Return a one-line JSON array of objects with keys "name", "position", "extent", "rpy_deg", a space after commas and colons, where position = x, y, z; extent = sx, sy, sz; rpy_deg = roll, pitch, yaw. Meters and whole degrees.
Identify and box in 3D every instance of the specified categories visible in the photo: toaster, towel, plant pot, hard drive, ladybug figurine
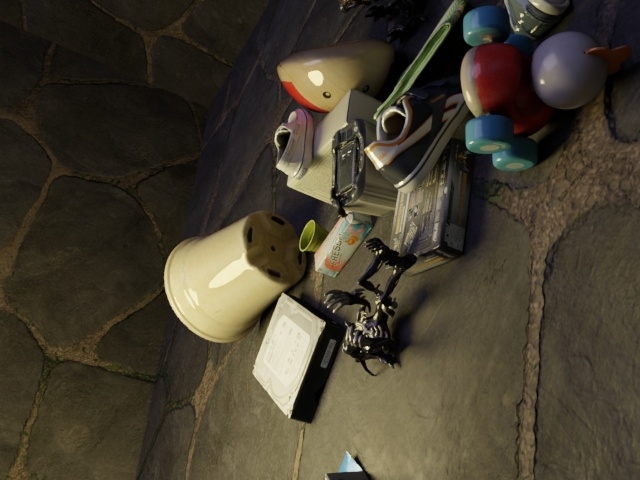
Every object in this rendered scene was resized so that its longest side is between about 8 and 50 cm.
[{"name": "toaster", "position": [0.110, -0.144, 1.535], "extent": [0.129, 0.146, 0.227], "rpy_deg": [-28, 56, 55]}, {"name": "towel", "position": [0.220, -0.393, 1.512], "extent": [0.248, 0.038, 0.325], "rpy_deg": [-54, 2, 32]}, {"name": "plant pot", "position": [0.000, 0.000, 1.799], "extent": [0.083, 0.079, 0.083], "rpy_deg": [-49, 30, 41]}, {"name": "hard drive", "position": [-0.065, 0.274, 1.737], "extent": [0.237, 0.064, 0.339], "rpy_deg": [-69, 20, 1]}, {"name": "plant pot", "position": [-0.212, 0.080, 1.980], "extent": [0.305, 0.333, 0.334], "rpy_deg": [-32, 41, 40]}, {"name": "ladybug figurine", "position": [0.045, -0.426, 1.839], "extent": [0.449, 0.305, 0.162], "rpy_deg": [-93, -7, -74]}]

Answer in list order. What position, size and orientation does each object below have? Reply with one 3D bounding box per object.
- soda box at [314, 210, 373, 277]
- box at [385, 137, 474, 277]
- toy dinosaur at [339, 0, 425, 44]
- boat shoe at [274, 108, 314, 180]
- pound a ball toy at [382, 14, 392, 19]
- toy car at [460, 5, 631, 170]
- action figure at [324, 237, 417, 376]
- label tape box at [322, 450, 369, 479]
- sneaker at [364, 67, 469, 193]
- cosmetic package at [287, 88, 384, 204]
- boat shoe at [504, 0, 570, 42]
[{"name": "soda box", "position": [0.053, 0.003, 1.699], "extent": [0.183, 0.058, 0.063], "rpy_deg": [-56, 25, 33]}, {"name": "box", "position": [0.212, -0.059, 1.373], "extent": [0.183, 0.056, 0.231], "rpy_deg": [-32, 42, 59]}, {"name": "toy dinosaur", "position": [0.180, -0.643, 1.785], "extent": [0.322, 0.164, 0.219], "rpy_deg": [-27, 57, 51]}, {"name": "boat shoe", "position": [-0.070, -0.256, 1.758], "extent": [0.095, 0.084, 0.258], "rpy_deg": [-55, 24, 32]}, {"name": "pound a ball toy", "position": [0.139, -0.773, 1.895], "extent": [0.208, 0.319, 0.136], "rpy_deg": [-53, 21, 0]}, {"name": "toy car", "position": [0.356, -0.245, 1.088], "extent": [0.237, 0.210, 0.219], "rpy_deg": [-6, 76, 35]}, {"name": "action figure", "position": [0.084, 0.138, 1.342], "extent": [0.164, 0.140, 0.276], "rpy_deg": [43, 126, 49]}, {"name": "label tape box", "position": [0.019, 0.550, 1.218], "extent": [0.249, 0.115, 0.347], "rpy_deg": [-66, 23, 8]}, {"name": "sneaker", "position": [0.200, -0.246, 1.361], "extent": [0.321, 0.127, 0.126], "rpy_deg": [-57, 12, -28]}, {"name": "cosmetic package", "position": [0.058, -0.220, 1.750], "extent": [0.309, 0.160, 0.113], "rpy_deg": [-40, 36, 50]}, {"name": "boat shoe", "position": [0.339, -0.491, 1.311], "extent": [0.099, 0.116, 0.320], "rpy_deg": [115, 142, -47]}]
